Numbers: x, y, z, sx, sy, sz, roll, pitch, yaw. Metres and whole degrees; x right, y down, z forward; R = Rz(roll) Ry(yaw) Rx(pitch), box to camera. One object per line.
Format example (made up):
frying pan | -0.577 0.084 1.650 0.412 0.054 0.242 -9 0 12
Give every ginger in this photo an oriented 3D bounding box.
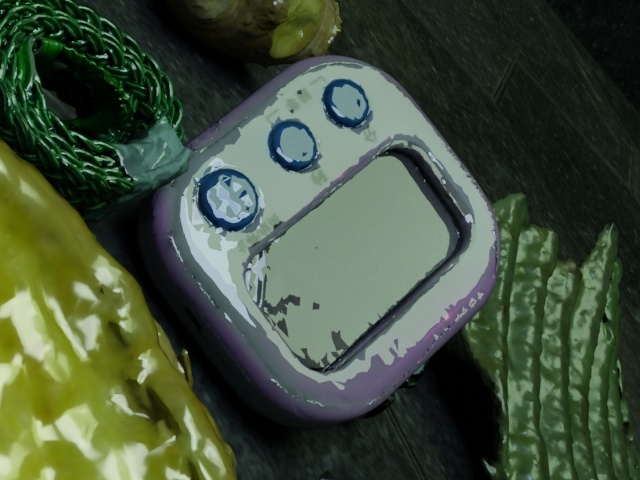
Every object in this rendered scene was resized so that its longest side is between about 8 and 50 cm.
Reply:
ginger | -0.060 -0.195 1.309 0.157 0.102 0.216 38 11 30

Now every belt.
belt | -0.145 -0.064 0.915 0.151 0.079 0.121 12 55 -48

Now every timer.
timer | 0.000 0.000 1.018 0.208 0.069 0.191 -40 94 -32

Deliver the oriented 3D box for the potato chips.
potato chips | 0.232 0.166 1.357 0.373 0.097 0.389 24 47 -60

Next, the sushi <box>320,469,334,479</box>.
sushi | 0.057 0.254 0.897 0.264 0.050 0.290 55 18 -1

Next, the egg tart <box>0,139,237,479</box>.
egg tart | -0.149 0.085 0.538 0.345 0.132 0.345 46 20 -23

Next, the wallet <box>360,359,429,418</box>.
wallet | 0.015 0.009 1.181 0.176 0.075 0.250 50 19 -7
